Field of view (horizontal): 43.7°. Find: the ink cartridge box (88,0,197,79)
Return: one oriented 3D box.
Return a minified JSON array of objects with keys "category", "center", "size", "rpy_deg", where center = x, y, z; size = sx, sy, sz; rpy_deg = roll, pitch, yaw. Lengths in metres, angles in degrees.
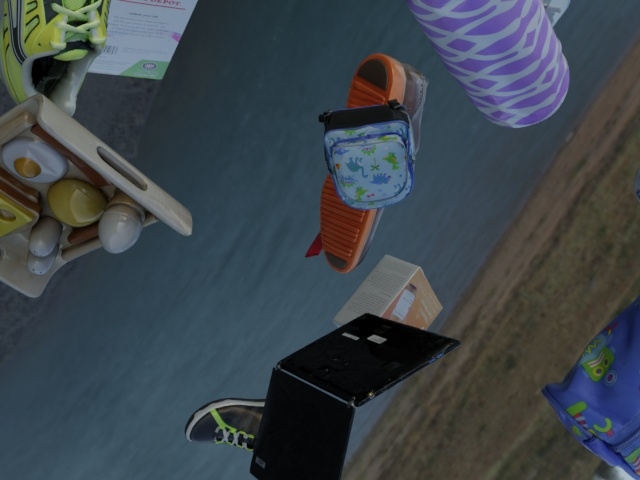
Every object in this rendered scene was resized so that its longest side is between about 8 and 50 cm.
[{"category":"ink cartridge box","center":[-0.393,-0.504,1.696],"size":[0.207,0.119,0.353],"rpy_deg":[0,153,-30]}]

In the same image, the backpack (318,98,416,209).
[{"category":"backpack","center":[0.058,-0.089,0.917],"size":[0.084,0.105,0.114],"rpy_deg":[-86,166,-50]}]

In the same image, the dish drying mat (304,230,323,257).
[{"category":"dish drying mat","center":[0.000,0.000,1.404],"size":[0.008,0.032,0.083],"rpy_deg":[59,40,-25]}]

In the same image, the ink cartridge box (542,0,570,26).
[{"category":"ink cartridge box","center":[0.296,-0.411,1.194],"size":[0.232,0.189,0.066],"rpy_deg":[79,32,-85]}]

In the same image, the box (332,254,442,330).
[{"category":"box","center":[0.128,0.137,1.493],"size":[0.170,0.091,0.130],"rpy_deg":[-50,132,-18]}]

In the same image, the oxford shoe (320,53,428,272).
[{"category":"oxford shoe","center":[0.100,-0.116,1.328],"size":[0.133,0.130,0.363],"rpy_deg":[5,107,-41]}]

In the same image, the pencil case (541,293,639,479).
[{"category":"pencil case","center":[0.342,0.079,0.731],"size":[0.306,0.119,0.133],"rpy_deg":[-50,176,11]}]

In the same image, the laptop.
[{"category":"laptop","center":[0.038,0.228,1.080],"size":[0.264,0.136,0.234],"rpy_deg":[-26,-163,-24]}]

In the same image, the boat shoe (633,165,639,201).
[{"category":"boat shoe","center":[0.550,-0.177,1.116],"size":[0.306,0.113,0.105],"rpy_deg":[-49,177,-12]}]

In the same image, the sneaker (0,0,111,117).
[{"category":"sneaker","center":[-0.273,-0.288,0.876],"size":[0.145,0.147,0.384],"rpy_deg":[-19,157,-36]}]

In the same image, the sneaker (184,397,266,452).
[{"category":"sneaker","center":[-0.128,0.346,1.466],"size":[0.235,0.097,0.084],"rpy_deg":[-4,126,-18]}]

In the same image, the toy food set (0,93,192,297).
[{"category":"toy food set","center":[-0.330,-0.029,0.941],"size":[0.306,0.220,0.092],"rpy_deg":[-21,-135,32]}]

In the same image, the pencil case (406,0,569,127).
[{"category":"pencil case","center":[0.124,-0.164,0.590],"size":[0.206,0.086,0.088],"rpy_deg":[40,49,-54]}]
